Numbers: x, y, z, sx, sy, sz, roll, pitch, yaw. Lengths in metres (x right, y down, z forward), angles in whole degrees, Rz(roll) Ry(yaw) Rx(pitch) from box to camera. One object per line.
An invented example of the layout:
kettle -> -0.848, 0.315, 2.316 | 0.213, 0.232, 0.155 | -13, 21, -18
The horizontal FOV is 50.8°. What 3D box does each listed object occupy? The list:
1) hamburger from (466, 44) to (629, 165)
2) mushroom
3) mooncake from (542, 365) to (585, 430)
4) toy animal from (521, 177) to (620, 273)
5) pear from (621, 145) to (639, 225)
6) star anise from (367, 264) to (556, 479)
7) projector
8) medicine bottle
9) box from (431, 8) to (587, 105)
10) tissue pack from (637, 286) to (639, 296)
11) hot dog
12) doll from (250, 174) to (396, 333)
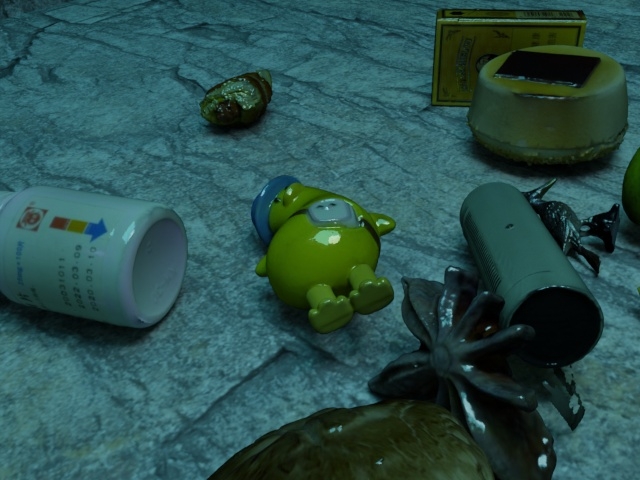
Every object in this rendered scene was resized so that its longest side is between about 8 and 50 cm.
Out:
hamburger -> 0.421, -0.242, 1.248 | 0.302, 0.170, 0.302 | -5, 35, 4
mushroom -> 0.012, 0.218, 0.576 | 0.278, 0.146, 0.278 | -20, 3, 1
mooncake -> 0.406, 0.139, 0.778 | 0.347, 0.057, 0.150 | -29, 83, -17
toy animal -> 0.370, -0.030, 1.026 | 0.105, 0.070, 0.202 | -36, 47, -14
pear -> 0.580, -0.083, 0.985 | 0.292, 0.292, 0.159 | 4, -7, 10
star anise -> 0.148, 0.129, 0.704 | 0.111, 0.198, 0.257 | 4, 14, -29
projector -> 0.252, 0.027, 0.862 | 0.108, 0.108, 0.337 | -1, 24, 3
medicine bottle -> -0.342, 0.013, 0.910 | 0.293, 0.170, 0.170 | 10, 36, 15
box -> 0.394, -0.388, 1.443 | 0.301, 0.193, 0.084 | 3, 34, 9
tissue pack -> 0.505, 0.059, 0.845 | 0.176, 0.062, 0.095 | -13, -7, -15
hot dog -> -0.171, -0.297, 1.435 | 0.146, 0.103, 0.213 | -14, 19, 22
doll -> 0.000, 0.000, 0.935 | 0.199, 0.145, 0.363 | -21, 31, -5
